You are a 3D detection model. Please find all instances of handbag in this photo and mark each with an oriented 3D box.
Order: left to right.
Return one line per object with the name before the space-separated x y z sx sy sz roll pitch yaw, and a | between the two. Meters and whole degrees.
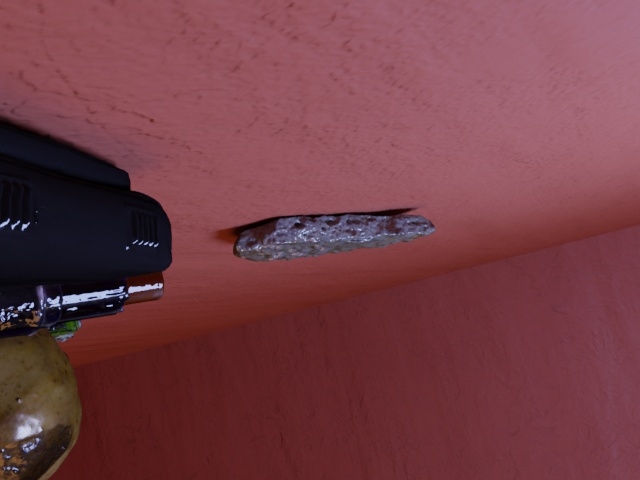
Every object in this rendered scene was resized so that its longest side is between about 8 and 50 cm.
handbag | -0.249 -0.003 0.468 0.244 0.088 0.275 -12 175 14

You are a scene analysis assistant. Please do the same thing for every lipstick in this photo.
lipstick | -0.302 0.060 0.808 0.300 0.081 0.081 -5 169 -41

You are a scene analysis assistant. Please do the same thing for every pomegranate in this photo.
pomegranate | -0.432 0.202 0.937 0.281 0.281 0.281 -12 171 -2

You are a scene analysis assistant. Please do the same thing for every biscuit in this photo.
biscuit | 0.000 -0.002 0.979 0.290 0.038 0.141 -4 169 -36

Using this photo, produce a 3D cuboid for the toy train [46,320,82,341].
toy train | -0.462 0.133 1.135 0.202 0.060 0.081 -9 164 -20
